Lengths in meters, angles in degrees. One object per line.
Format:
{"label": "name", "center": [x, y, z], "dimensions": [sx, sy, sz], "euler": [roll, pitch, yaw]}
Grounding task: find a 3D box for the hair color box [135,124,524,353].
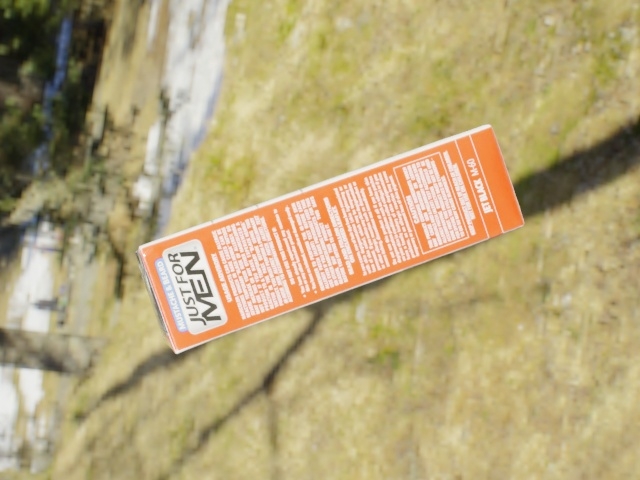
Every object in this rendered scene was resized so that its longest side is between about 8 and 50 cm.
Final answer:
{"label": "hair color box", "center": [0.000, 0.000, 0.600], "dimensions": [0.093, 0.167, 0.053], "euler": [170, 82, -81]}
